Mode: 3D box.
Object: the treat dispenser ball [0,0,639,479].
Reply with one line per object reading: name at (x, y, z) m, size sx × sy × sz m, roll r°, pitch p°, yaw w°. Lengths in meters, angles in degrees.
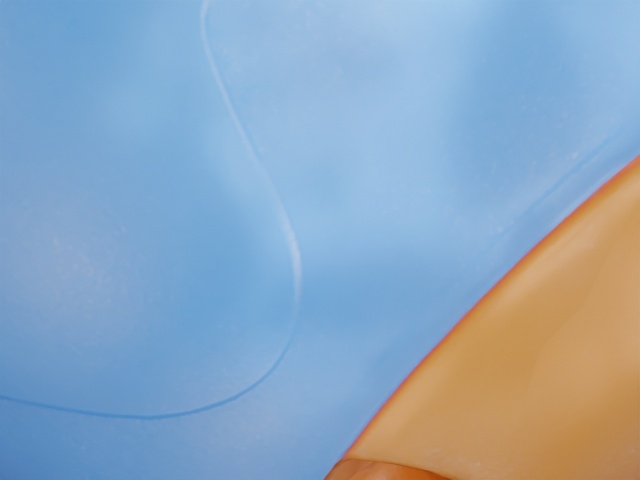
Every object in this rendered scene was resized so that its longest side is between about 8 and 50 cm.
treat dispenser ball at (-0.007, -0.056, 0.449) m, size 0.288 × 0.288 × 0.288 m, roll -14°, pitch 113°, yaw -36°
